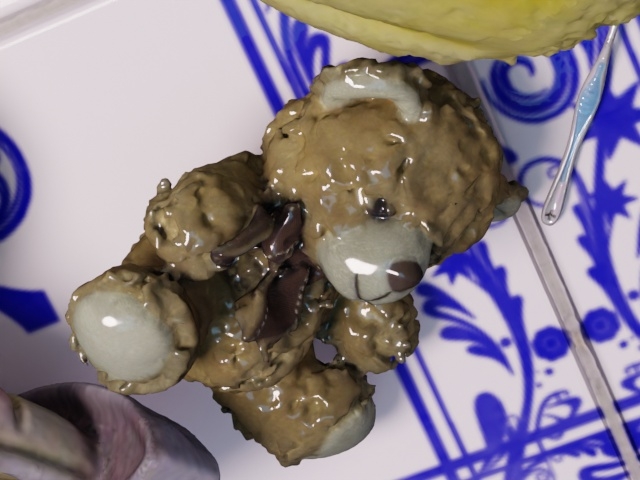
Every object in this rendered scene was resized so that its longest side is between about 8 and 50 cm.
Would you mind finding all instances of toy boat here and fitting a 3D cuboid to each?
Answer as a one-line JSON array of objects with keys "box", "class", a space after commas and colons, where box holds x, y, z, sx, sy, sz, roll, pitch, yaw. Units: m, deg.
[{"box": [-0.232, 0.125, 1.181, 0.293, 0.276, 0.111, 16, 72, -19], "class": "toy boat"}]

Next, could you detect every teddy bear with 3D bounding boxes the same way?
[{"box": [0.000, 0.000, 1.156, 0.256, 0.156, 0.267, -33, 144, 16], "class": "teddy bear"}]

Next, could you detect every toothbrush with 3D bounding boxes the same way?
[{"box": [0.163, -0.081, 1.181, 0.014, 0.017, 0.162, 18, 112, 4], "class": "toothbrush"}]

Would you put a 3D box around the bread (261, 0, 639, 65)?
[{"box": [0.049, -0.228, 0.990, 0.320, 0.237, 0.320, 10, 137, 9], "class": "bread"}]
